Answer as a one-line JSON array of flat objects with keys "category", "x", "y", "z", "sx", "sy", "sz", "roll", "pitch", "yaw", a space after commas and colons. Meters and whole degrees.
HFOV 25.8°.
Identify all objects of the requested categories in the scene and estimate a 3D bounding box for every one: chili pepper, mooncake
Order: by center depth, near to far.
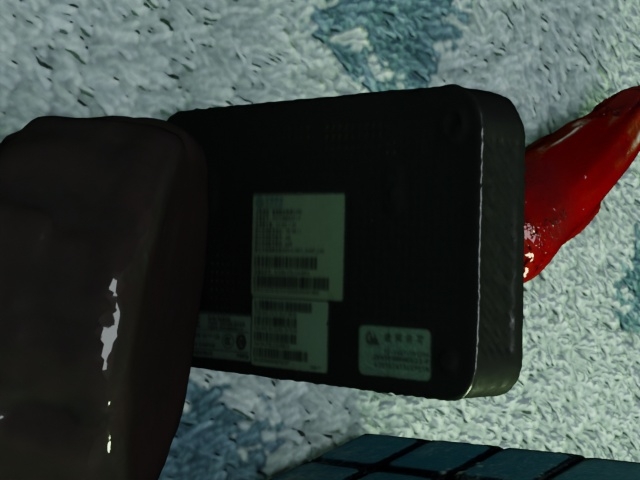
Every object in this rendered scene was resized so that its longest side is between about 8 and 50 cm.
[{"category": "mooncake", "x": -0.168, "y": 0.048, "z": 0.977, "sx": 0.283, "sy": 0.141, "sz": 0.283, "roll": 8, "pitch": 90, "yaw": -82}, {"category": "chili pepper", "x": 0.228, "y": -0.050, "z": 1.378, "sx": 0.387, "sy": 0.110, "sz": 0.110, "roll": -39, "pitch": 114, "yaw": -34}]

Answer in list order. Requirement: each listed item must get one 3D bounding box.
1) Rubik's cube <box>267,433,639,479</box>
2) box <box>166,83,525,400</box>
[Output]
[{"category": "Rubik's cube", "x": 0.075, "y": 0.366, "z": 1.090, "sx": 0.337, "sy": 0.344, "sz": 0.344, "roll": -18, "pitch": 101, "yaw": -47}, {"category": "box", "x": 0.000, "y": 0.000, "z": 1.035, "sx": 0.058, "sy": 0.350, "sz": 0.211, "roll": 0, "pitch": 90, "yaw": -42}]
